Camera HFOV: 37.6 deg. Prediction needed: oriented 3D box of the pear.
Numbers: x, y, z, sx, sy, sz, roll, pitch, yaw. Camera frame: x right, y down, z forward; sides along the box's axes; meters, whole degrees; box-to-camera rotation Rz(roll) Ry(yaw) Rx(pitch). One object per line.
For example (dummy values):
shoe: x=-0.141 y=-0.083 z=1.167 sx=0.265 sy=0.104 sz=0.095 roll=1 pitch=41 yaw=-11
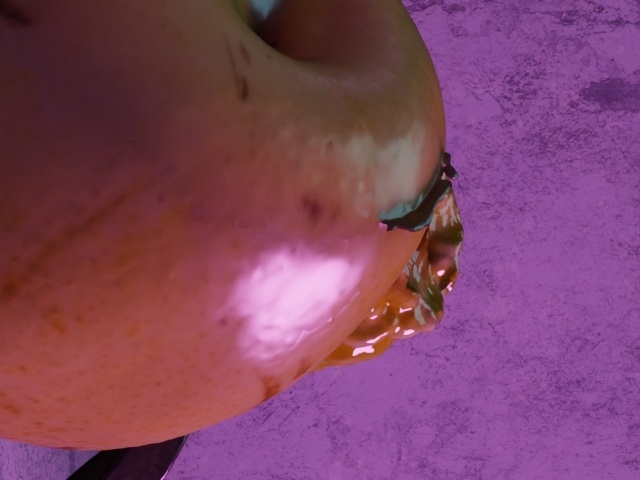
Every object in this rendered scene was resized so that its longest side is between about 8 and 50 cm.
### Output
pear: x=-0.100 y=-0.051 z=0.449 sx=0.309 sy=0.309 sz=0.309 roll=178 pitch=-90 yaw=-81

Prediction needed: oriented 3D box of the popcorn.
popcorn: x=0.000 y=0.000 z=0.737 sx=0.286 sy=0.225 sz=0.173 roll=-111 pitch=-165 yaw=-63

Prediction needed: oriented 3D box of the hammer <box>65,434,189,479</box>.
hammer: x=-0.215 y=0.228 z=0.859 sx=0.440 sy=0.044 sz=0.168 roll=-44 pitch=-165 yaw=48
